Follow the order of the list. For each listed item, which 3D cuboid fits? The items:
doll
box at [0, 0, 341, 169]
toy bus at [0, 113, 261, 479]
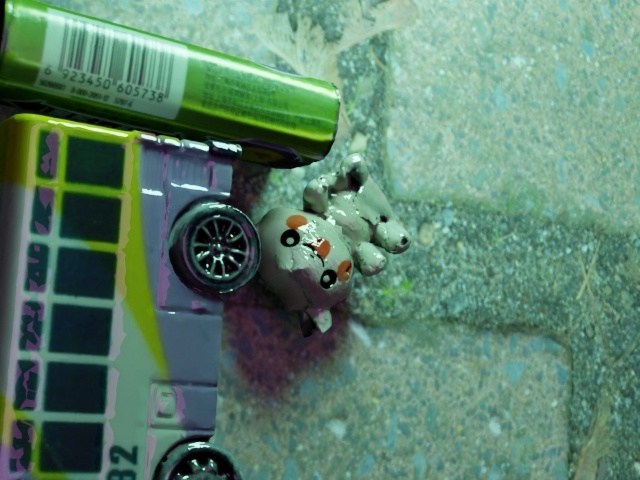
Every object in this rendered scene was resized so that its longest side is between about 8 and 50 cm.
[{"bbox_3d":[0.000,0.000,1.201,0.192,0.095,0.149,-40,97,-27],"label":"doll"},{"bbox_3d":[-0.160,-0.150,1.103,0.345,0.134,0.097,11,82,-28],"label":"box"},{"bbox_3d":[-0.213,0.130,0.986,0.249,0.209,0.440,8,79,-30],"label":"toy bus"}]
